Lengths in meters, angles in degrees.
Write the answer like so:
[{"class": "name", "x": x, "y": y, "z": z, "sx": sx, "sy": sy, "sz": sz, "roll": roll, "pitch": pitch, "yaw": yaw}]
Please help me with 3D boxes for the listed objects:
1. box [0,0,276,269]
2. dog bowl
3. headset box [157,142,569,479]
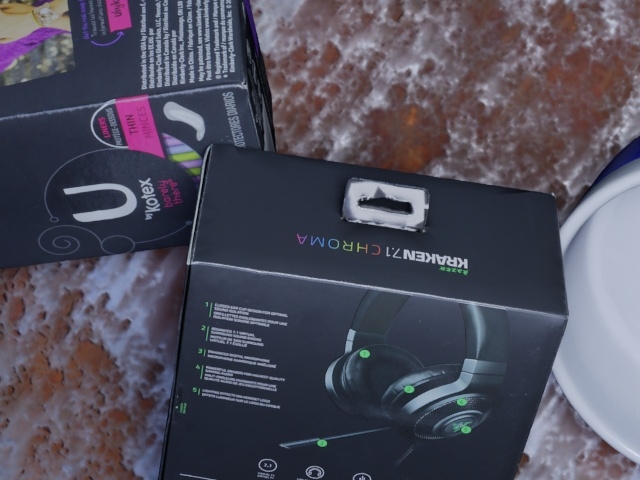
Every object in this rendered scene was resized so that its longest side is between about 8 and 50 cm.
[{"class": "box", "x": -0.174, "y": -0.088, "z": 1.156, "sx": 0.270, "sy": 0.165, "sz": 0.143, "roll": -8, "pitch": 51, "yaw": 4}, {"class": "dog bowl", "x": 0.293, "y": 0.044, "z": 1.127, "sx": 0.265, "sy": 0.104, "sz": 0.265, "roll": 13, "pitch": 122, "yaw": 22}, {"class": "headset box", "x": 0.021, "y": 0.081, "z": 1.114, "sx": 0.246, "sy": 0.131, "sz": 0.283, "roll": 8, "pitch": 130, "yaw": -3}]
